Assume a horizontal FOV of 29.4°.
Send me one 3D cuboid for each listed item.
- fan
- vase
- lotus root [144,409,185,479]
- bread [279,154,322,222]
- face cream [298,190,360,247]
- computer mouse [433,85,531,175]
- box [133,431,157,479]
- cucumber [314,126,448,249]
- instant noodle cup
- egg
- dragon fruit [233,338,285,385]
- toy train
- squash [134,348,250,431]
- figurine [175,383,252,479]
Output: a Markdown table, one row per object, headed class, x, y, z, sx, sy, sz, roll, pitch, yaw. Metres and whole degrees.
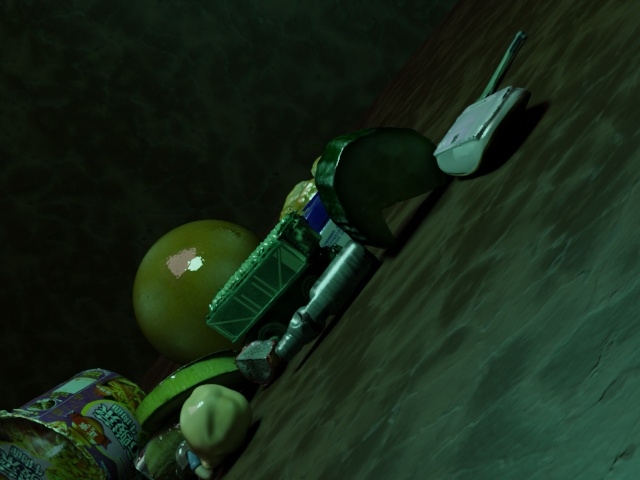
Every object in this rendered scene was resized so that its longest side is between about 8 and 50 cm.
| class | x | y | z | sx | sy | sz | roll | pitch | yaw |
| --- | --- | --- | --- | --- | --- | --- | --- | --- | --- |
| fan | 0.310 | -0.293 | 2.069 | 0.193 | 0.016 | 0.038 | -57 | 11 | -33 |
| vase | 0.004 | 0.097 | 1.860 | 0.211 | 0.060 | 0.060 | -52 | 7 | -4 |
| lotus root | -0.230 | 0.335 | 2.043 | 0.183 | 0.090 | 0.077 | -46 | -21 | 27 |
| bread | 0.011 | -0.075 | 2.408 | 0.244 | 0.134 | 0.244 | -48 | 9 | 10 |
| face cream | 0.000 | 0.000 | 2.179 | 0.206 | 0.111 | 0.206 | -51 | 6 | 7 |
| computer mouse | 0.226 | -0.151 | 1.698 | 0.126 | 0.056 | 0.245 | -53 | 7 | -8 |
| box | -0.248 | 0.339 | 2.231 | 0.224 | 0.069 | 0.120 | -53 | 6 | -11 |
| cucumber | 0.087 | -0.093 | 1.843 | 0.191 | 0.191 | 0.130 | -52 | 15 | -4 |
| instant noodle cup | -0.471 | 0.417 | 2.384 | 0.340 | 0.340 | 0.266 | -47 | -2 | 35 |
| egg | -0.212 | 0.101 | 2.326 | 0.282 | 0.282 | 0.351 | -55 | 6 | -25 |
| dragon fruit | -0.091 | 0.198 | 1.981 | 0.083 | 0.060 | 0.056 | -12 | 24 | 36 |
| toy train | -0.066 | 0.081 | 2.015 | 0.269 | 0.154 | 0.115 | -48 | 6 | 32 |
| squash | -0.210 | 0.262 | 2.079 | 0.219 | 0.041 | 0.219 | -28 | -21 | -11 |
| figurine | -0.171 | 0.306 | 1.853 | 0.114 | 0.108 | 0.196 | -45 | -18 | -47 |
